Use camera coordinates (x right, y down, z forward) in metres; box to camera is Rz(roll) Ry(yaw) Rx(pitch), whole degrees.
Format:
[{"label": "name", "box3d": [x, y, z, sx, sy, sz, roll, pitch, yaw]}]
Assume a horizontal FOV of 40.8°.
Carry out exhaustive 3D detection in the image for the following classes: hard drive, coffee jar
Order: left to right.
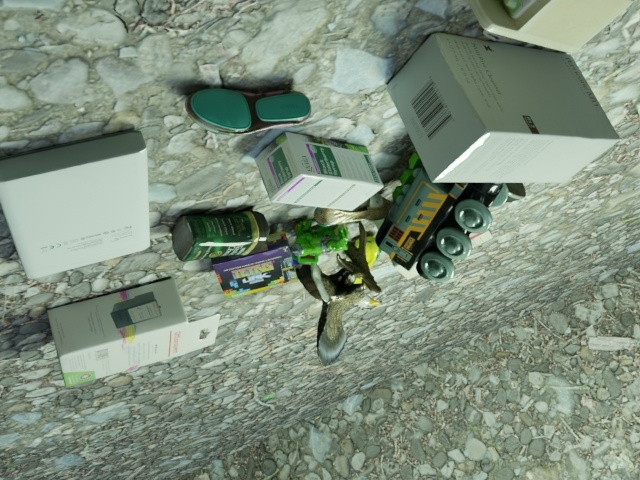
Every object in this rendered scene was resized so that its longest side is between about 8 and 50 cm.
[{"label": "hard drive", "box3d": [-0.409, -0.052, 1.459, 0.233, 0.047, 0.353, -15, 158, -17]}, {"label": "coffee jar", "box3d": [-0.196, -0.010, 1.716, 0.184, 0.079, 0.096, -6, 153, -36]}]

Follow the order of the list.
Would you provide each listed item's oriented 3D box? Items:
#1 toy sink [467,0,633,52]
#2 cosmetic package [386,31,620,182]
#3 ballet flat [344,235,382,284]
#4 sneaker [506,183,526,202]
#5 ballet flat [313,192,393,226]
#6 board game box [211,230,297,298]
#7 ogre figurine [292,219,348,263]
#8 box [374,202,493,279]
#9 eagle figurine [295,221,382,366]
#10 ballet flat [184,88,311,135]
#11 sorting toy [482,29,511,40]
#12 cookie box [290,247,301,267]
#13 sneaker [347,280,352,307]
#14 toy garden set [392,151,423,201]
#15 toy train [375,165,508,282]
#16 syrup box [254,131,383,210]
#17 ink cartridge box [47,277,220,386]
[{"label": "toy sink", "box3d": [0.319, -0.385, 1.244, 0.234, 0.153, 0.131, 0, 149, -42]}, {"label": "cosmetic package", "box3d": [0.332, -0.227, 1.543, 0.385, 0.217, 0.156, -6, 153, -39]}, {"label": "ballet flat", "box3d": [0.098, 0.056, 2.182, 0.077, 0.077, 0.231, 4, 150, -8]}, {"label": "sneaker", "box3d": [0.340, -0.115, 1.870, 0.222, 0.083, 0.118, 12, 146, -37]}, {"label": "ballet flat", "box3d": [0.082, -0.077, 1.851, 0.206, 0.073, 0.067, -13, 134, -32]}, {"label": "board game box", "box3d": [-0.144, 0.056, 1.893, 0.170, 0.048, 0.141, -14, 145, -1]}, {"label": "ogre figurine", "box3d": [0.000, 0.000, 1.885, 0.118, 0.197, 0.097, -11, 119, 6]}, {"label": "box", "box3d": [0.261, -0.033, 2.008, 0.232, 0.149, 0.127, -27, 157, 11]}, {"label": "eagle figurine", "box3d": [0.033, 0.140, 2.045, 0.298, 0.225, 0.226, -45, -174, 42]}, {"label": "ballet flat", "box3d": [-0.121, -0.201, 1.371, 0.221, 0.077, 0.079, -9, 174, -32]}, {"label": "sorting toy", "box3d": [0.319, -0.360, 1.465, 0.075, 0.045, 0.083, -14, 167, 37]}, {"label": "cookie box", "box3d": [-0.106, 0.051, 1.997, 0.092, 0.040, 0.107, -35, 156, 25]}, {"label": "sneaker", "box3d": [0.060, 0.134, 2.343, 0.071, 0.066, 0.188, -44, 160, 8]}, {"label": "toy garden set", "box3d": [0.270, -0.180, 1.816, 0.203, 0.049, 0.244, -13, 155, -19]}, {"label": "toy train", "box3d": [0.244, -0.052, 1.767, 0.142, 0.190, 0.334, -51, 172, -41]}, {"label": "syrup box", "box3d": [0.000, -0.126, 1.615, 0.096, 0.093, 0.237, -37, 154, 33]}, {"label": "ink cartridge box", "box3d": [-0.415, 0.198, 1.933, 0.353, 0.119, 0.207, -14, 156, -19]}]
